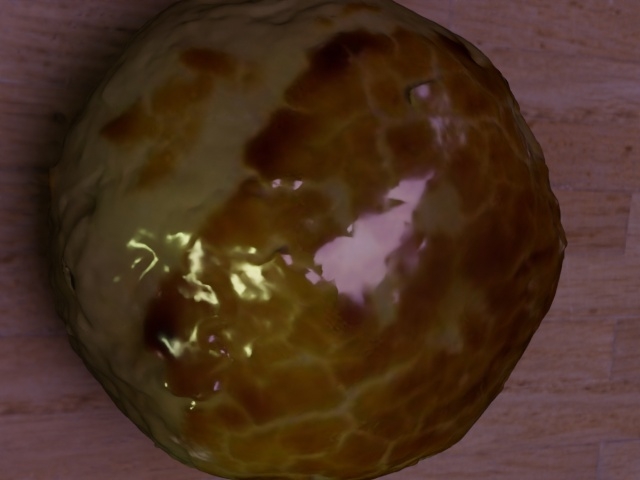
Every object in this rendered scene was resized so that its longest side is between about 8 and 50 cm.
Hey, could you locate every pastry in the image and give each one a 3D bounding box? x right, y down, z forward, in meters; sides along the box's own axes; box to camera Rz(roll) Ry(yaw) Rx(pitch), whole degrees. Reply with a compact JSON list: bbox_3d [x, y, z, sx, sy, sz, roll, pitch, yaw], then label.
[{"bbox_3d":[0.000,0.000,1.118,0.388,0.313,0.388,-4,99,-31],"label":"pastry"}]
